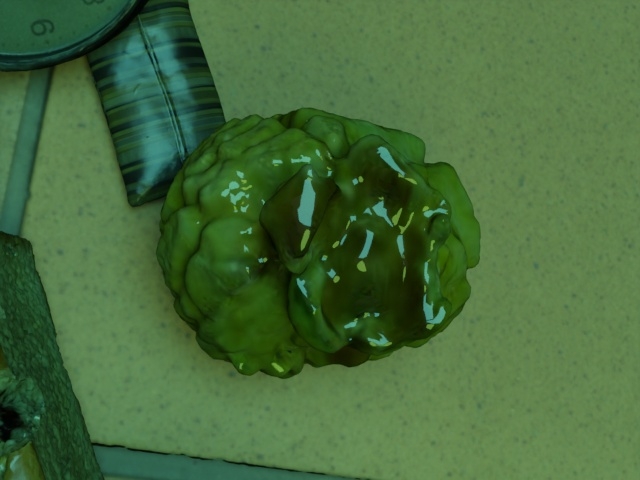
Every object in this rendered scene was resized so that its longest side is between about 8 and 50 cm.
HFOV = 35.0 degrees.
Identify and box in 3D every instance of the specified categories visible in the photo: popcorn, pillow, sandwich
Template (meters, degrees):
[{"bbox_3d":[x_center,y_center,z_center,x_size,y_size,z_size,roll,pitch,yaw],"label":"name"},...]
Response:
[{"bbox_3d":[0.000,0.000,0.848,0.257,0.270,0.224,-7,75,27],"label":"popcorn"},{"bbox_3d":[-0.149,-0.140,0.923,0.113,0.038,0.204,-17,87,-19],"label":"pillow"},{"bbox_3d":[-0.239,0.122,0.739,0.095,0.249,0.273,-19,86,-6],"label":"sandwich"}]

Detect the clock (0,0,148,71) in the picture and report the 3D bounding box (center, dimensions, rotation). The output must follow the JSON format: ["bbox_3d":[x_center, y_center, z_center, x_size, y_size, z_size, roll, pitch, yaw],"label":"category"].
[{"bbox_3d":[-0.259,-0.275,0.830,0.280,0.055,0.281,-2,111,-4],"label":"clock"}]
